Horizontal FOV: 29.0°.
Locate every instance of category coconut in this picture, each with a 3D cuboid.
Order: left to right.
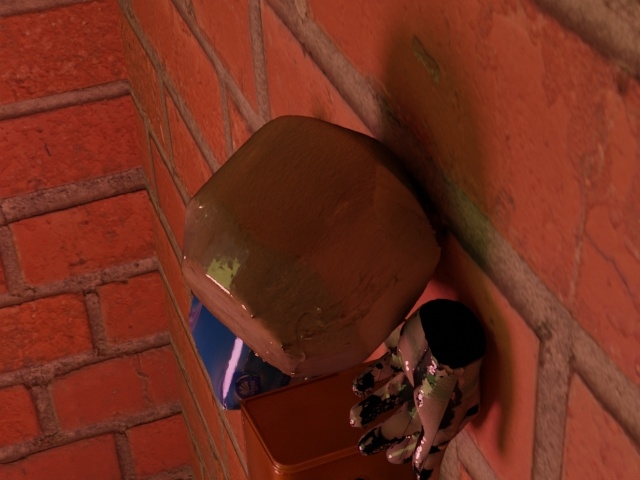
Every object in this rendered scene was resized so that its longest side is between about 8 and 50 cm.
[{"bbox_3d":[0.000,0.000,1.261,0.245,0.247,0.245,40,163,15],"label":"coconut"}]

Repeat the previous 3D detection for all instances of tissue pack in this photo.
[{"bbox_3d":[-0.069,0.061,1.615,0.198,0.146,0.263,62,142,42],"label":"tissue pack"},{"bbox_3d":[0.020,0.314,1.536,0.145,0.194,0.274,-124,23,-53],"label":"tissue pack"}]

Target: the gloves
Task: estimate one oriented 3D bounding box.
[{"bbox_3d":[0.106,0.156,1.243,0.127,0.111,0.212,42,149,22],"label":"gloves"}]

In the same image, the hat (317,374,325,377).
[{"bbox_3d":[0.009,0.147,1.708,0.121,0.050,0.121,165,90,-71],"label":"hat"}]
